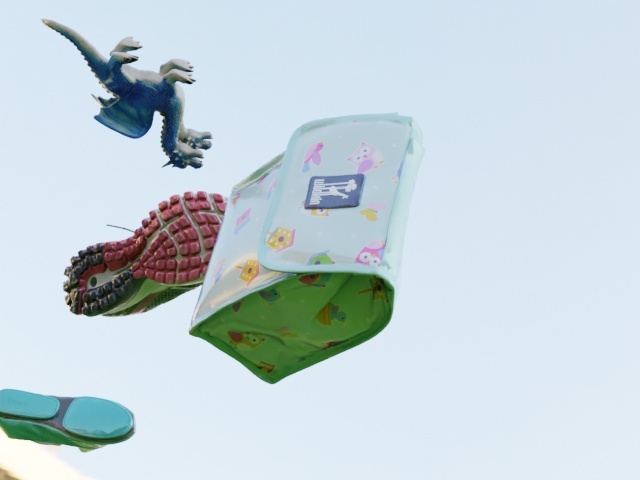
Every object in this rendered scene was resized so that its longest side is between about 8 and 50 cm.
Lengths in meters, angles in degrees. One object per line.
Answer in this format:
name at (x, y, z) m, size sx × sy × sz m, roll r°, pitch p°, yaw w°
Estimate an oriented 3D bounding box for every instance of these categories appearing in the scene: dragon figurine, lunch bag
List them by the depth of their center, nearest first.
lunch bag at (0.000, 0.000, 1.465) m, size 0.160 × 0.223 × 0.262 m, roll 34°, pitch -41°, yaw -23°
dragon figurine at (-0.264, -0.195, 1.905) m, size 0.289 × 0.085 × 0.144 m, roll 19°, pitch -66°, yaw -21°

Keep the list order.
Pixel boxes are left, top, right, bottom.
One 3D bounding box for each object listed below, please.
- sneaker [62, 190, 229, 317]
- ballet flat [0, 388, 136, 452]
sneaker at (-0.198, 0.020, 1.817) m, size 0.299 × 0.120 × 0.112 m, roll -19°, pitch -18°, yaw 30°
ballet flat at (-0.386, 0.282, 2.119) m, size 0.247 × 0.083 × 0.087 m, roll 7°, pitch -42°, yaw 16°
